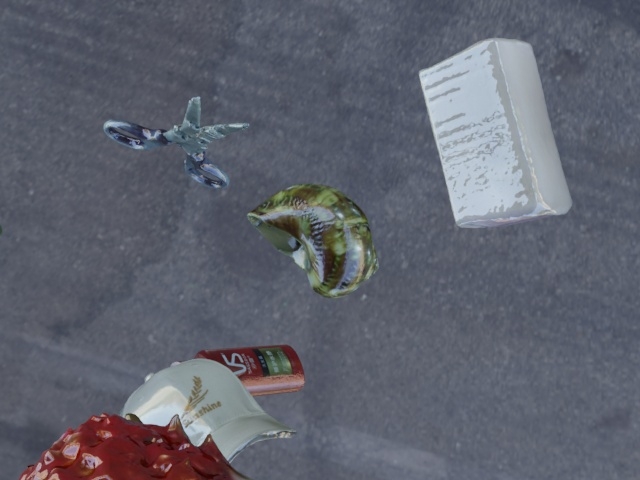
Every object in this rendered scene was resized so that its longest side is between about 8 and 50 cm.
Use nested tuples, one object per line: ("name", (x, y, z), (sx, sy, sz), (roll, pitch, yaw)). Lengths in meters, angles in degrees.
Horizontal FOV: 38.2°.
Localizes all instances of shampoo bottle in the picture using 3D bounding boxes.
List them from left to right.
("shampoo bottle", (-0.179, 0.286, 2.007), (0.314, 0.118, 0.076), (3, 144, -41))

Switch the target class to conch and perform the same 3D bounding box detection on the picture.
("conch", (0.002, -0.001, 1.363), (0.187, 0.124, 0.181), (12, 137, 55))

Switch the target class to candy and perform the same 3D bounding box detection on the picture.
("candy", (0.338, -0.201, 1.813), (0.208, 0.145, 0.359), (-16, 83, 37))

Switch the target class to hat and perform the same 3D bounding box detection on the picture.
("hat", (-0.191, 0.287, 1.447), (0.301, 0.258, 0.168), (-5, 116, 59))

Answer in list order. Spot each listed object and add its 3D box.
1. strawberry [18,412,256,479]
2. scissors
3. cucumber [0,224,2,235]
("strawberry", (-0.196, 0.298, 0.730), (0.292, 0.343, 0.292), (7, 104, 29))
("scissors", (-0.231, -0.179, 1.600), (0.256, 0.029, 0.383), (26, 164, -17))
("cucumber", (-0.414, -0.034, 1.030), (0.056, 0.056, 0.250), (15, 165, 5))
